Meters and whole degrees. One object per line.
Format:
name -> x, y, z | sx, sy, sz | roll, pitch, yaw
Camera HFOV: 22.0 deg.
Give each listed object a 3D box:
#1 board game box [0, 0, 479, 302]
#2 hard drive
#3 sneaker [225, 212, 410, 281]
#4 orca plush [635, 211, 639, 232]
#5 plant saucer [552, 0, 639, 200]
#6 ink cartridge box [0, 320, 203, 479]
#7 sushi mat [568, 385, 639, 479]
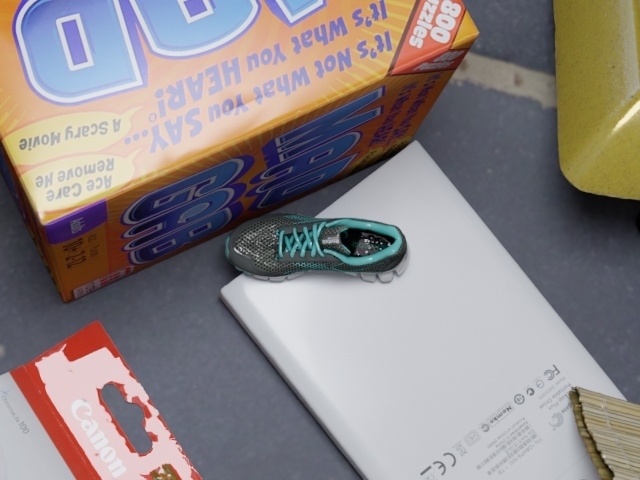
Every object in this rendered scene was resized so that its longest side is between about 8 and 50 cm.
board game box -> -0.133, -0.204, 1.374 | 0.356, 0.356, 0.356 | -24, 82, -10
hard drive -> 0.107, 0.116, 1.497 | 0.233, 0.047, 0.353 | -38, 86, -12
sneaker -> 0.000, 0.000, 1.444 | 0.166, 0.076, 0.065 | -1, 78, -6
orca plush -> 0.337, -0.039, 1.529 | 0.102, 0.151, 0.287 | -4, 74, 28
plant saucer -> 0.383, -0.168, 1.494 | 0.332, 0.081, 0.333 | 9, 50, -5
ink cartridge box -> -0.247, 0.202, 1.436 | 0.232, 0.066, 0.189 | -33, 84, -7
sushi mat -> 0.373, 0.202, 1.441 | 0.316, 0.151, 0.019 | 15, 116, -14
